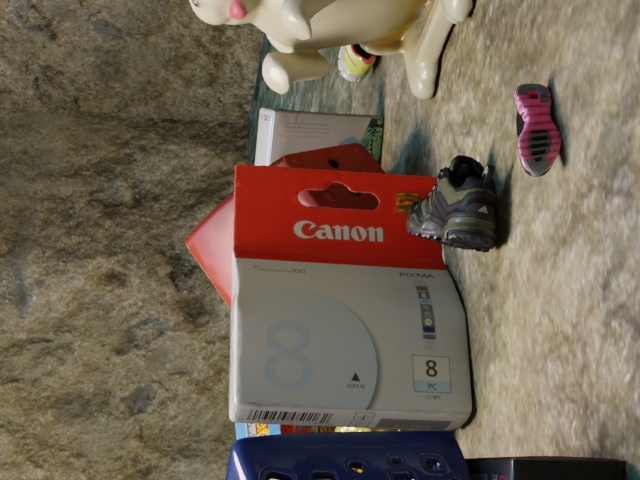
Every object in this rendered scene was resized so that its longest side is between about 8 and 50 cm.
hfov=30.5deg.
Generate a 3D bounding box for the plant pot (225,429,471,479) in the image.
[{"bbox_3d":[0.036,0.334,1.103,0.212,0.236,0.236,-117,31,-60],"label":"plant pot"}]

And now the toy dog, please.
[{"bbox_3d":[-0.016,-0.409,1.679,0.284,0.408,0.395,121,149,-70],"label":"toy dog"}]

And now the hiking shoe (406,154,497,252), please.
[{"bbox_3d":[0.178,-0.049,1.496,0.227,0.086,0.114,-163,89,-74],"label":"hiking shoe"}]

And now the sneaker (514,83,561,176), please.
[{"bbox_3d":[0.231,-0.111,1.267,0.057,0.047,0.119,94,180,-55],"label":"sneaker"}]

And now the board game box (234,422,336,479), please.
[{"bbox_3d":[0.002,0.392,1.807,0.086,0.308,0.302,-37,29,14],"label":"board game box"}]

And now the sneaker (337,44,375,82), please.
[{"bbox_3d":[0.076,-0.403,2.160,0.094,0.081,0.208,155,110,-71],"label":"sneaker"}]

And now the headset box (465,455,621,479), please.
[{"bbox_3d":[0.200,0.319,1.135,0.293,0.110,0.218,134,138,-76],"label":"headset box"}]

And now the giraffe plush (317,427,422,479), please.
[{"bbox_3d":[0.094,0.283,1.643,0.170,0.181,0.210,-2,104,69],"label":"giraffe plush"}]

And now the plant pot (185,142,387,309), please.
[{"bbox_3d":[0.000,0.000,1.820,0.267,0.267,0.235,54,132,21],"label":"plant pot"}]

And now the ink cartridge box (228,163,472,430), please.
[{"bbox_3d":[0.035,0.059,1.581,0.091,0.308,0.385,112,159,-64],"label":"ink cartridge box"}]

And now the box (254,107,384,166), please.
[{"bbox_3d":[-0.011,-0.068,2.073,0.058,0.232,0.322,23,110,56],"label":"box"}]
